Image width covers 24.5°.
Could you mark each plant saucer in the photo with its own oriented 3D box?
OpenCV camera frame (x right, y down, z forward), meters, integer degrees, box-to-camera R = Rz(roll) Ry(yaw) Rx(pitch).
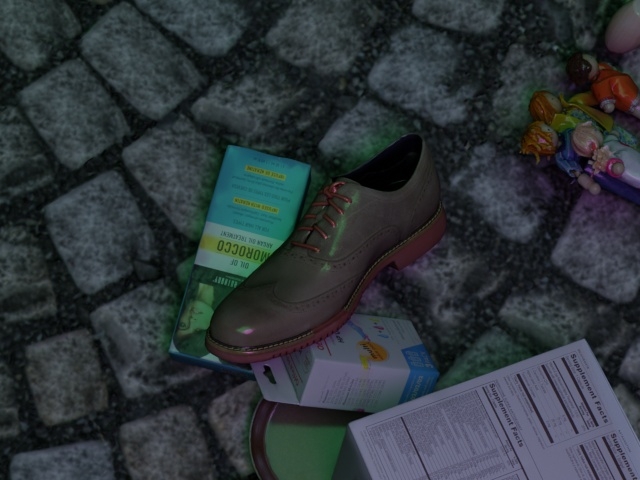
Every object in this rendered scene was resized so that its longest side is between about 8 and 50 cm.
[{"bbox_3d":[0.006,0.219,1.613,0.168,0.029,0.169,0,77,0],"label":"plant saucer"}]

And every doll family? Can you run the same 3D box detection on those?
[{"bbox_3d":[0.299,-0.103,1.618,0.163,0.263,0.118,26,122,-9],"label":"doll family"}]

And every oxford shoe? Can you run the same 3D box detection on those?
[{"bbox_3d":[0.000,0.000,1.545,0.123,0.130,0.348,19,42,34],"label":"oxford shoe"}]

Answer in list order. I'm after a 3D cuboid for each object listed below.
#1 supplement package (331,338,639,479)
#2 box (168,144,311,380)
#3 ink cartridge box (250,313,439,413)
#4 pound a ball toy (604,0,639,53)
[{"bbox_3d":[0.173,0.260,1.482,0.262,0.199,0.198,-18,66,-14],"label":"supplement package"},{"bbox_3d":[-0.088,0.024,1.639,0.100,0.060,0.244,14,77,3],"label":"box"},{"bbox_3d":[0.021,0.126,1.560,0.181,0.104,0.062,8,118,-22],"label":"ink cartridge box"},{"bbox_3d":[0.507,-0.262,1.654,0.319,0.136,0.208,-36,80,-17],"label":"pound a ball toy"}]
